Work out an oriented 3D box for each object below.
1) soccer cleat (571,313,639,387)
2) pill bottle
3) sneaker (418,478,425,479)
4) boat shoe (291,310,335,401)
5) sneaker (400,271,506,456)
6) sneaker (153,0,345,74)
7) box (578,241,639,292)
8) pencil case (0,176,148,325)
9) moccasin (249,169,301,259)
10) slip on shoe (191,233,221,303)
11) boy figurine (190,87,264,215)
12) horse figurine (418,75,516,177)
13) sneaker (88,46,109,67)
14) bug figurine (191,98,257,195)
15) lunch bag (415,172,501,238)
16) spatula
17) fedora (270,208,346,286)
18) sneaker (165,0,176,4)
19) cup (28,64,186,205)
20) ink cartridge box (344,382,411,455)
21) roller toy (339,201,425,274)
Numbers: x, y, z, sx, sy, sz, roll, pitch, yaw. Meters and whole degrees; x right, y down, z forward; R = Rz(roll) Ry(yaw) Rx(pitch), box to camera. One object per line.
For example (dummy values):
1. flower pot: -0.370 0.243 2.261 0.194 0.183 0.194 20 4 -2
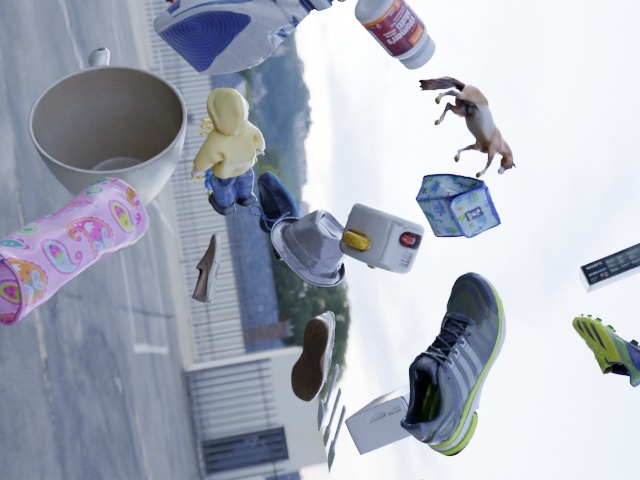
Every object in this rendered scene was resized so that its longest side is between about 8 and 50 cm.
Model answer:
1. soccer cleat: 0.772 0.294 2.146 0.093 0.121 0.289 35 2 -34
2. pill bottle: 0.193 -0.536 2.000 0.221 0.121 0.121 37 27 -40
3. sneaker: 0.266 0.663 2.015 0.069 0.038 0.098 -144 -126 -60
4. boat shoe: -0.010 0.342 2.310 0.089 0.104 0.285 -33 144 -58
5. sneaker: 0.211 0.191 1.276 0.111 0.121 0.300 3 -106 44
6. sneaker: -0.076 -0.374 1.119 0.127 0.315 0.182 45 28 -44
7. box: 0.701 0.050 1.800 0.051 0.220 0.175 69 13 15
8. pencil case: -0.377 0.006 1.142 0.284 0.124 0.124 -42 133 -52
9. moccasin: -0.126 -0.056 2.385 0.137 0.116 0.342 41 -20 44
10. slip on shoe: -0.217 0.051 1.514 0.051 0.041 0.136 162 -63 -74
11. boy figurine: -0.195 -0.185 1.654 0.092 0.177 0.285 41 -33 36
12. horse figurine: 0.309 -0.239 1.627 0.066 0.174 0.263 -28 -86 49
13. sneaker: -0.558 -0.422 2.038 0.075 0.057 0.161 49 -40 11
14. bug figurine: -0.238 -0.250 2.062 0.279 0.072 0.216 -50 150 -56
15. lunch bag: 0.297 -0.073 1.687 0.129 0.151 0.096 56 43 -40
16. spatula: 0.024 0.421 1.904 0.168 0.019 0.242 -100 -164 -48
17. fedora: 0.000 0.000 2.186 0.244 0.124 0.275 52 23 16
18. sneaker: -0.334 -0.658 2.099 0.276 0.135 0.098 -100 -178 -84
19. cup: -0.461 -0.197 1.782 0.237 0.330 0.331 98 -17 -53
20. ink cartridge box: 0.173 0.393 1.801 0.218 0.158 0.092 -5 69 -65
21. roller toy: 0.149 0.001 1.947 0.209 0.191 0.146 -78 -173 -85
